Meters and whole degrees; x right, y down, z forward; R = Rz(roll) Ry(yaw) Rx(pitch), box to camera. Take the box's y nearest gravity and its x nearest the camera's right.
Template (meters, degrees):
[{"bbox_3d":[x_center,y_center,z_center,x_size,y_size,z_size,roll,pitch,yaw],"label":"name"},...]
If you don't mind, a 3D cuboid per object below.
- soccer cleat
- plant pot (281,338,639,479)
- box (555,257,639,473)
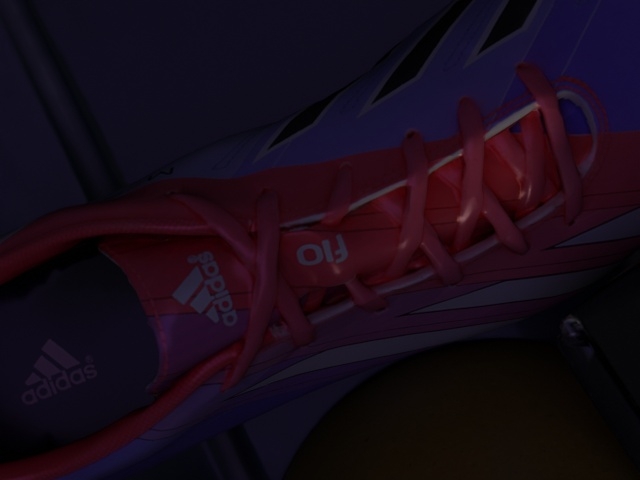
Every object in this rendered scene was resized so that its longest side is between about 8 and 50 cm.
[{"bbox_3d":[0.000,0.000,0.347,0.248,0.095,0.083,-24,93,5],"label":"soccer cleat"},{"bbox_3d":[0.048,0.097,0.352,0.134,0.095,0.134,0,94,3],"label":"plant pot"},{"bbox_3d":[0.288,0.038,0.245,0.395,0.097,0.318,-36,83,28],"label":"box"}]
